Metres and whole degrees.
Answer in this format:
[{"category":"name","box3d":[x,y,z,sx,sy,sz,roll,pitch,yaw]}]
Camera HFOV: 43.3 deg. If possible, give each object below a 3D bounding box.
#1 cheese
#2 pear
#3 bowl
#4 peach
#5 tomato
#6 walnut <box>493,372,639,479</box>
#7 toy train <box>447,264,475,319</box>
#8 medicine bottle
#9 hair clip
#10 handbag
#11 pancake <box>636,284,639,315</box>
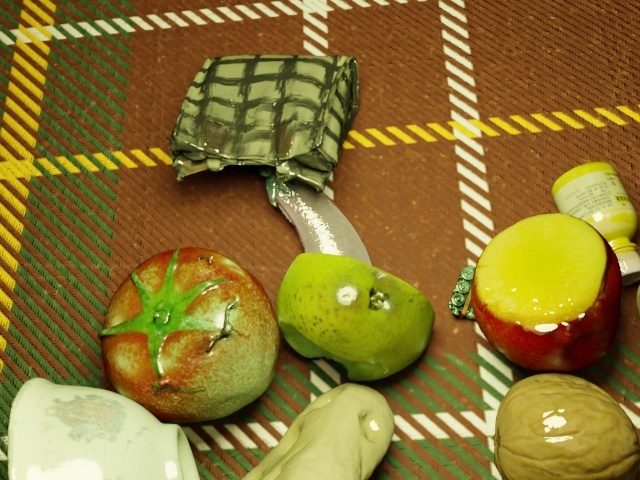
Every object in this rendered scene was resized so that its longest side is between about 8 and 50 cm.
[{"category":"cheese","box3d":[-0.049,0.394,1.305,0.129,0.351,0.328,48,118,-2]},{"category":"pear","box3d":[0.052,0.131,1.343,0.292,0.292,0.159,20,73,16]},{"category":"bowl","box3d":[-0.282,0.388,1.195,0.196,0.435,0.434,-15,64,-5]},{"category":"peach","box3d":[0.382,0.103,1.326,0.249,0.245,0.274,-34,20,33]},{"category":"tomato","box3d":[-0.211,0.166,1.376,0.303,0.239,0.303,-11,61,20]},{"category":"walnut","box3d":[0.380,0.314,1.244,0.228,0.228,0.228,-3,65,7]},{"category":"toy train","box3d":[0.273,0.097,1.462,0.064,0.044,0.103,23,70,6]},{"category":"medicine bottle","box3d":[0.507,-0.025,1.440,0.122,0.122,0.212,-16,64,0]},{"category":"hair clip","box3d":[0.002,-0.001,1.528,0.110,0.095,0.358,-12,61,-41]},{"category":"handbag","box3d":[-0.105,-0.235,1.550,0.325,0.162,0.327,2,40,11]},{"category":"pancake","box3d":[0.729,0.126,1.372,0.356,0.065,0.356,-4,66,10]}]
